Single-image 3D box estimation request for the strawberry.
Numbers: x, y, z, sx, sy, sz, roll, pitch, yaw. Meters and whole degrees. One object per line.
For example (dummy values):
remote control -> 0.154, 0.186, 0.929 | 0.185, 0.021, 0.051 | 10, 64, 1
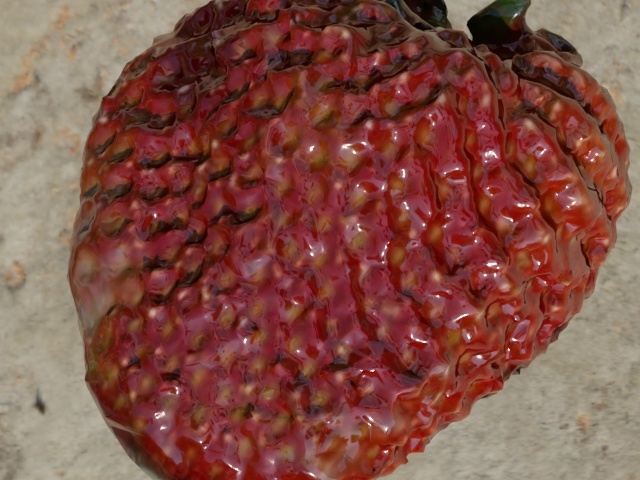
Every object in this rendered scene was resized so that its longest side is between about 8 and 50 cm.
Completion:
strawberry -> 0.000, 0.000, 0.612 | 0.312, 0.267, 0.351 | 30, 65, 11
